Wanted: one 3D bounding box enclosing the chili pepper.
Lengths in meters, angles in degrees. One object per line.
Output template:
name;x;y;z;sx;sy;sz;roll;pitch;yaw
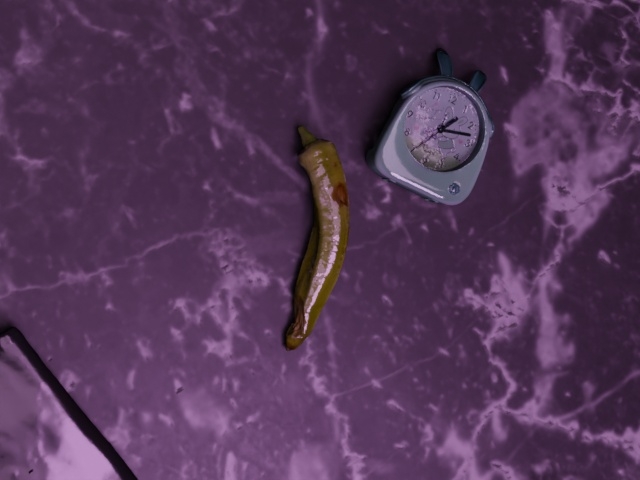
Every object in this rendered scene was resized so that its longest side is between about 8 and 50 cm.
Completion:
chili pepper;0.001;0.000;1.398;0.049;0.043;0.208;-1;96;-29

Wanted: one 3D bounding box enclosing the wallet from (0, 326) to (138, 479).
wallet;-0.242;0.226;1.357;0.146;0.030;0.285;-40;106;-12

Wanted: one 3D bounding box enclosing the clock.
clock;0.110;-0.106;1.419;0.101;0.041;0.135;26;87;-16
